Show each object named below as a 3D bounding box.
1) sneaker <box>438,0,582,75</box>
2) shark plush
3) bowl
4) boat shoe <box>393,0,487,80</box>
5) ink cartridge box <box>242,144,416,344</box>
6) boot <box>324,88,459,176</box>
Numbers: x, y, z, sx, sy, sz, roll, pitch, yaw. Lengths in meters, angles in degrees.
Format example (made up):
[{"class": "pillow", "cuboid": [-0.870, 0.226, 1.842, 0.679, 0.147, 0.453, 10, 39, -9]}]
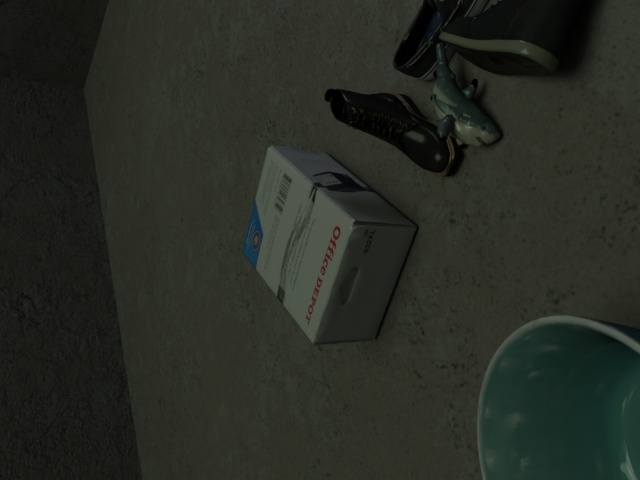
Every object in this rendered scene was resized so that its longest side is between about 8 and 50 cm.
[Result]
[{"class": "sneaker", "cuboid": [0.243, -0.277, 0.838, 0.118, 0.083, 0.222, -61, 30, 7]}, {"class": "shark plush", "cuboid": [0.195, -0.197, 0.922, 0.067, 0.073, 0.161, -27, 60, 32]}, {"class": "bowl", "cuboid": [0.298, 0.212, 0.596, 0.312, 0.163, 0.311, 175, 90, -67]}, {"class": "boat shoe", "cuboid": [0.170, -0.332, 0.938, 0.228, 0.076, 0.080, -60, 42, 37]}, {"class": "ink cartridge box", "cuboid": [0.000, 0.000, 1.141, 0.307, 0.129, 0.223, 46, 126, 49]}, {"class": "boot", "cuboid": [0.100, -0.160, 0.984, 0.198, 0.137, 0.076, 51, 130, 46]}]
